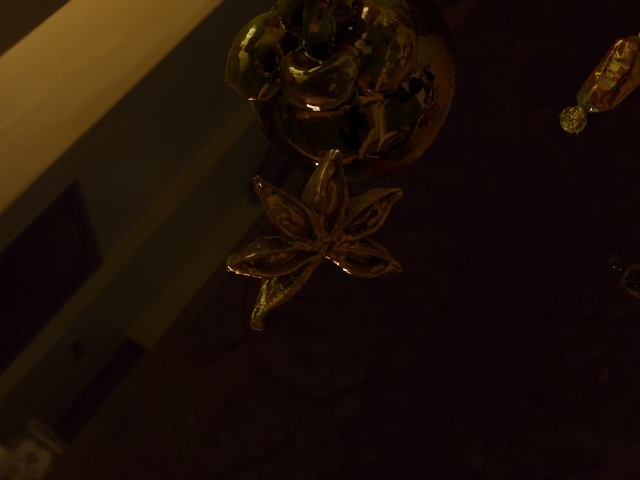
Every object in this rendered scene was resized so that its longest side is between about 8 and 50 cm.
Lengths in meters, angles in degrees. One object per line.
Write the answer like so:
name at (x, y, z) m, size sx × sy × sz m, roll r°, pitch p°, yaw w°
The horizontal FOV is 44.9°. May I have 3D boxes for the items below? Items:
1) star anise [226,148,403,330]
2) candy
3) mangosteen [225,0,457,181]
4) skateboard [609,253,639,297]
star anise at (-0.006, -0.013, 0.821) m, size 0.063 × 0.208 × 0.172 m, roll -135°, pitch -153°, yaw -58°
candy at (0.351, -0.200, 0.911) m, size 0.046 × 0.182 × 0.053 m, roll 27°, pitch 21°, yaw -42°
mangosteen at (0.039, -0.225, 1.036) m, size 0.311 × 0.311 × 0.311 m, roll 28°, pitch -30°, yaw 17°
skateboard at (0.401, 0.061, 0.953) m, size 0.067 × 0.151 × 0.080 m, roll -13°, pitch -82°, yaw 20°
